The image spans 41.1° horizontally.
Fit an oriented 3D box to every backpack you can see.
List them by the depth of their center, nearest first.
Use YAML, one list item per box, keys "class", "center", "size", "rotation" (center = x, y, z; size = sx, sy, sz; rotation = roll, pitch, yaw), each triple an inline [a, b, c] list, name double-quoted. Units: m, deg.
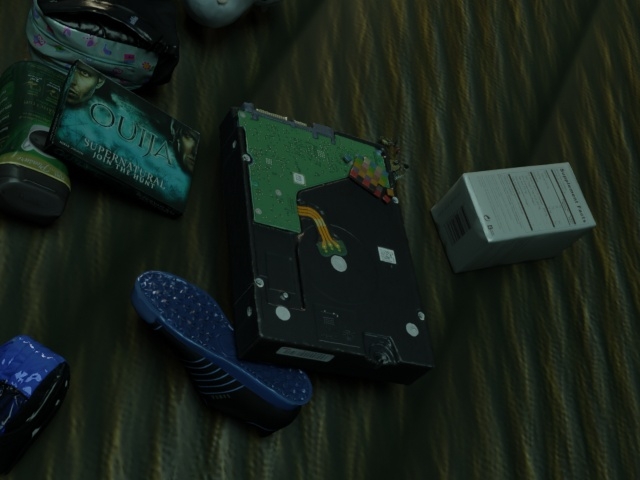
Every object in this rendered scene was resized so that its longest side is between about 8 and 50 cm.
- class: "backpack"
  center: [-0.318, 0.154, 0.864]
  size: [0.101, 0.098, 0.120]
  rotation: [35, 58, 4]
- class: "backpack"
  center: [-0.279, -0.264, 1.088]
  size: [0.181, 0.115, 0.152]
  rotation: [7, 41, -24]

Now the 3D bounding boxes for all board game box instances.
- class: "board game box"
  center: [-0.234, -0.120, 1.036]
  size: [0.186, 0.026, 0.126]
  rotation: [30, 53, -36]

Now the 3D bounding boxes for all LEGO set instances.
- class: "LEGO set"
  center: [0.098, -0.110, 1.210]
  size: [0.054, 0.023, 0.083]
  rotation: [26, 44, -9]

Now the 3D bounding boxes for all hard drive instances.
- class: "hard drive"
  center: [0.000, 0.000, 1.034]
  size: [0.236, 0.064, 0.339]
  rotation: [13, 51, -30]

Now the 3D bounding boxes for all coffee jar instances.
- class: "coffee jar"
  center: [-0.338, -0.112, 1.002]
  size: [0.096, 0.079, 0.185]
  rotation: [25, 52, -39]

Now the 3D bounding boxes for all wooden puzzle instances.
- class: "wooden puzzle"
  center: [0.063, -0.084, 1.099]
  size: [0.083, 0.006, 0.049]
  rotation: [34, 42, -10]

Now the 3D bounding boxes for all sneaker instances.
- class: "sneaker"
  center: [-0.123, 0.132, 0.946]
  size: [0.232, 0.090, 0.081]
  rotation: [38, 34, -1]

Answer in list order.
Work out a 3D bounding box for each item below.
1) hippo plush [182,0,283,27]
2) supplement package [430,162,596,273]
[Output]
- class: "hippo plush"
  center: [-0.150, -0.420, 1.204]
  size: [0.294, 0.234, 0.237]
  rotation: [-39, 107, -29]
- class: "supplement package"
  center: [0.264, -0.032, 1.177]
  size: [0.179, 0.105, 0.105]
  rotation: [-7, 66, -24]
